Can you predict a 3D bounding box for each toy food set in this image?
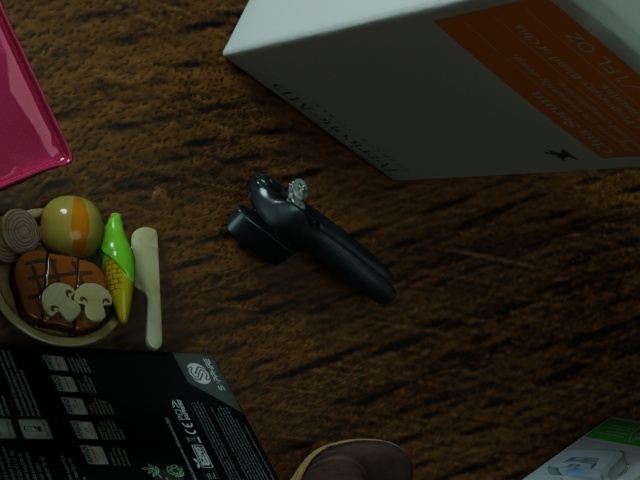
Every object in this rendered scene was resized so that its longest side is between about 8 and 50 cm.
[{"bbox_3d":[-0.209,0.021,1.131,0.192,0.038,0.132,8,59,-30],"label":"toy food set"}]

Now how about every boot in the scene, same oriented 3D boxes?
[{"bbox_3d":[0.031,0.241,1.201,0.248,0.207,0.090,-15,98,-35],"label":"boot"}]

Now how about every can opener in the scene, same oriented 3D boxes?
[{"bbox_3d":[0.000,0.000,1.282,0.186,0.073,0.059,30,36,-31],"label":"can opener"}]

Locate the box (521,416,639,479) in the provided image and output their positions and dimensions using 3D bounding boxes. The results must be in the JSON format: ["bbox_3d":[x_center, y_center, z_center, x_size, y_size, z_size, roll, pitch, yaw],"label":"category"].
[{"bbox_3d":[0.298,0.351,1.412,0.231,0.126,0.262,-29,105,-27],"label":"box"}]

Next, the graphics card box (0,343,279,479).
[{"bbox_3d":[-0.218,0.176,1.040,0.370,0.233,0.094,4,121,-31],"label":"graphics card box"}]

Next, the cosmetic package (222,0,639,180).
[{"bbox_3d":[0.140,-0.176,1.125,0.230,0.453,0.162,34,74,-26],"label":"cosmetic package"}]

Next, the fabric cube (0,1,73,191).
[{"bbox_3d":[-0.363,-0.113,0.938,0.259,0.258,0.254,-27,103,-28],"label":"fabric cube"}]
